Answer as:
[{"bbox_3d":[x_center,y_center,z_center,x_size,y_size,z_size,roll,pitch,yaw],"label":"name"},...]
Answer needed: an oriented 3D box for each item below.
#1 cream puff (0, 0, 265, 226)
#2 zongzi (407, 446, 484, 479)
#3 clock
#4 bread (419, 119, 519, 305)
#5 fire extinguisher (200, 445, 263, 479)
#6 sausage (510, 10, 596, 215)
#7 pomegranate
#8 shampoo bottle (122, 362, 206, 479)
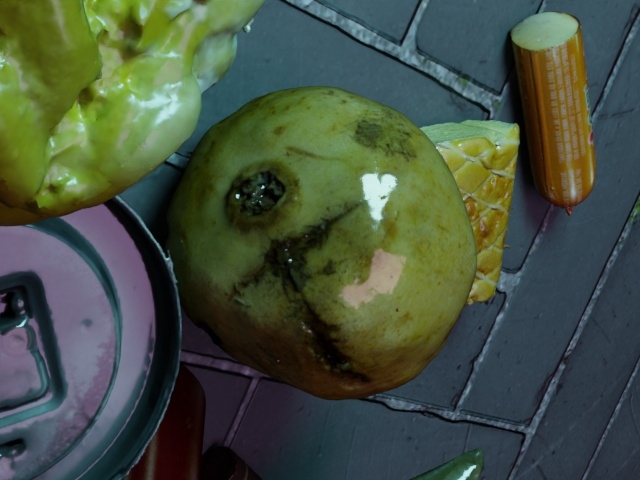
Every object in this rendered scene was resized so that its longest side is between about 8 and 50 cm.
[{"bbox_3d":[-0.196,-0.181,0.798,0.324,0.291,0.257,-62,144,-7],"label":"cream puff"},{"bbox_3d":[0.020,0.411,1.393,0.392,0.174,0.356,-27,133,-14],"label":"zongzi"},{"bbox_3d":[-0.252,0.078,1.006,0.312,0.061,0.313,-9,110,-25],"label":"clock"},{"bbox_3d":[0.129,-0.024,1.381,0.125,0.068,0.188,-13,120,-40],"label":"bread"},{"bbox_3d":[-0.065,0.256,1.359,0.064,0.043,0.158,-55,138,-18],"label":"fire extinguisher"},{"bbox_3d":[0.247,-0.121,1.444,0.071,0.071,0.234,-37,133,-25],"label":"sausage"},{"bbox_3d":[0.000,0.000,1.133,0.260,0.260,0.260,-22,125,-35],"label":"pomegranate"},{"bbox_3d":[-0.137,0.219,1.128,0.064,0.260,0.102,-16,132,15],"label":"shampoo bottle"}]
